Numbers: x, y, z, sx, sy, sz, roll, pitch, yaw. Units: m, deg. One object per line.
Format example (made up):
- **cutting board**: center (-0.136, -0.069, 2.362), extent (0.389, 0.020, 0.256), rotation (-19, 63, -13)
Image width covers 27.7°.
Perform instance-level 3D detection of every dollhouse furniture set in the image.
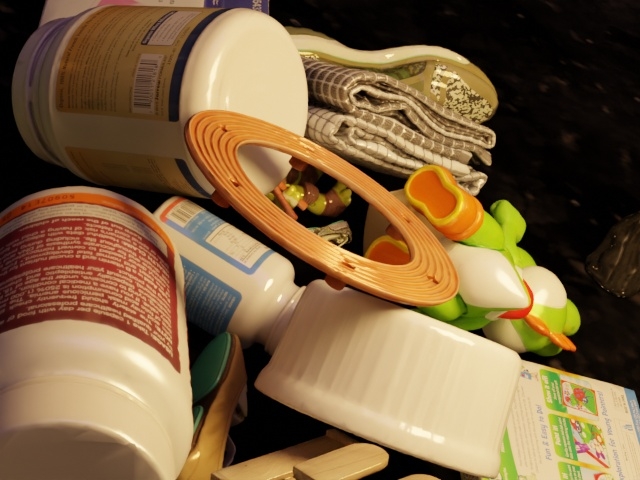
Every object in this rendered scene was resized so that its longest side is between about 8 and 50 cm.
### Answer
- **dollhouse furniture set**: center (0.031, 0.288, 1.229), extent (0.161, 0.212, 0.242), rotation (-11, 23, -41)

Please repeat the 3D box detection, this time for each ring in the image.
- **ring**: center (0.000, -0.032, 1.375), extent (0.336, 0.032, 0.336), rotation (30, 20, -12)

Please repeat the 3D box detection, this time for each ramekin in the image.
- **ramekin**: center (0.081, 0.143, 1.391), extent (0.277, 0.135, 0.277), rotation (21, -3, 1)

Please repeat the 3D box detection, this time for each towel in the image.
- **towel**: center (0.071, -0.161, 1.731), extent (0.283, 0.121, 0.235), rotation (16, 3, -37)

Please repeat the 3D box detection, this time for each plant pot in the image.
- **plant pot**: center (0.120, 0.002, 1.756), extent (0.109, 0.096, 0.109), rotation (-15, 51, -42)

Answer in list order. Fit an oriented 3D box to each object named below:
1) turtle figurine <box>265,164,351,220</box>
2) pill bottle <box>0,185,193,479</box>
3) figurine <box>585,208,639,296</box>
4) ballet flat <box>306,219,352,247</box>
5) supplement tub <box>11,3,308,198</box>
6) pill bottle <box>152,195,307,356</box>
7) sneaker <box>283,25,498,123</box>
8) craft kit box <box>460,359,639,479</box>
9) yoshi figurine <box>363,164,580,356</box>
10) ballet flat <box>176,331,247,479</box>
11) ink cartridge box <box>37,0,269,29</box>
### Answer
- **turtle figurine**: center (-0.064, -0.071, 1.744), extent (0.217, 0.087, 0.269), rotation (3, 23, -44)
- **pill bottle**: center (-0.234, 0.128, 1.208), extent (0.224, 0.224, 0.392), rotation (14, 25, -15)
- **figurine**: center (0.530, -0.025, 1.943), extent (0.215, 0.209, 0.092), rotation (-6, 45, -37)
- **ballet flat**: center (0.000, 0.000, 1.738), extent (0.114, 0.041, 0.041), rotation (-13, 50, -41)
- **supplement tub**: center (-0.199, -0.173, 1.592), extent (0.316, 0.228, 0.228), rotation (9, 24, 33)
- **pill bottle**: center (-0.109, 0.052, 1.526), extent (0.221, 0.124, 0.124), rotation (32, 35, 9)
- **sneaker**: center (0.083, -0.196, 1.980), extent (0.410, 0.158, 0.182), rotation (4, 49, -16)
- **craft kit box**: center (0.284, 0.252, 1.564), extent (0.246, 0.061, 0.250), rotation (19, 35, -13)
- **yoshi figurine**: center (0.194, 0.042, 1.656), extent (0.362, 0.203, 0.203), rotation (33, 45, -45)
- **ballet flat**: center (-0.118, 0.194, 1.395), extent (0.073, 0.080, 0.232), rotation (47, 33, -18)
- **ink cartridge box**: center (-0.239, -0.316, 1.888), extent (0.330, 0.071, 0.324), rotation (-4, 37, -1)
